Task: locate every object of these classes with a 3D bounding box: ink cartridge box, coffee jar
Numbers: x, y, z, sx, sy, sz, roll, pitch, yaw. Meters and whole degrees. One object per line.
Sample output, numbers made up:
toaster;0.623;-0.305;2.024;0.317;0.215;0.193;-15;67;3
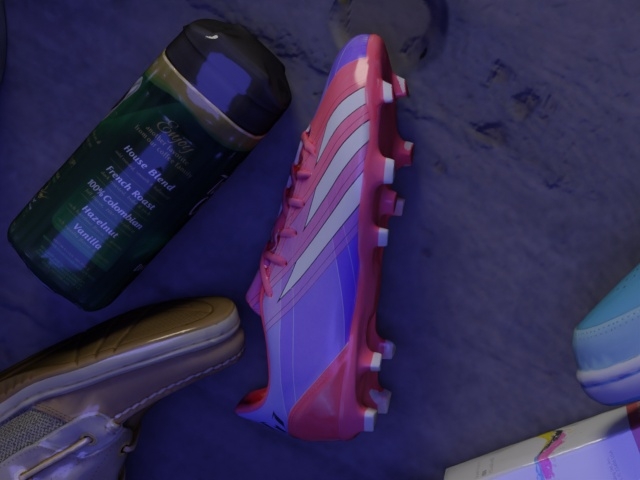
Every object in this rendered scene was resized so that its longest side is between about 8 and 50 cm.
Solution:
ink cartridge box;0.146;0.177;1.116;0.198;0.067;0.115;-20;95;9
coffee jar;-0.098;-0.048;1.101;0.079;0.096;0.184;42;102;-3

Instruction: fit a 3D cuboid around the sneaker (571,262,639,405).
sneaker;0.228;-0.069;1.041;0.319;0.127;0.208;-39;93;2

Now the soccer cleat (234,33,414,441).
soccer cleat;0.000;0.000;1.106;0.095;0.083;0.248;5;102;12

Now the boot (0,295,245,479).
boot;-0.130;0.164;1.134;0.262;0.095;0.203;-26;98;10

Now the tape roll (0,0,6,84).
tape roll;-0.325;-0.120;1.086;0.246;0.169;0.246;1;99;8
